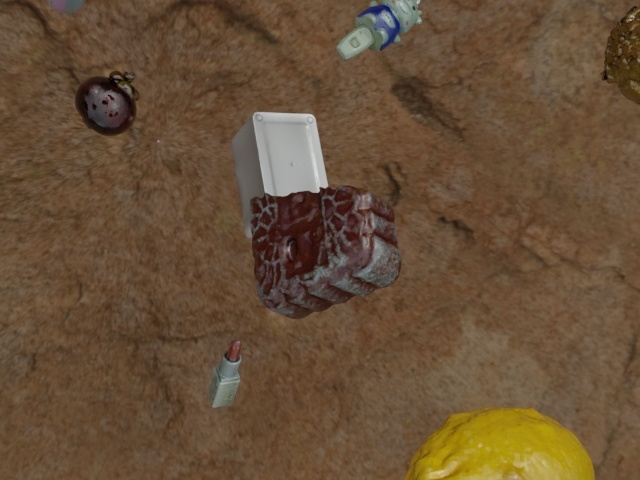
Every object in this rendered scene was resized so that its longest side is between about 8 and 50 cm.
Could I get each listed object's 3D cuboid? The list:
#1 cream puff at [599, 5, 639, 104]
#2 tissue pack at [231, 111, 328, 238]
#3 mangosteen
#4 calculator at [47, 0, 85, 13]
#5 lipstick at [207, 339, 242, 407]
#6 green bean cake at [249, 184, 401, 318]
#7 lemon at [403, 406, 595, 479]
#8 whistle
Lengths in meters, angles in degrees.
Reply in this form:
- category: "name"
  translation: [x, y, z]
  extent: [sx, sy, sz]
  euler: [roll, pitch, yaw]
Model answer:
- category: "cream puff"
  translation: [0.452, -0.261, 0.994]
  extent: [0.115, 0.165, 0.150]
  euler: [39, 45, -18]
- category: "tissue pack"
  translation: [-0.085, -0.142, 1.625]
  extent: [0.160, 0.136, 0.246]
  euler: [-2, 72, -27]
- category: "mangosteen"
  translation: [-0.411, -0.275, 1.459]
  extent: [0.140, 0.140, 0.140]
  euler: [-2, 98, -12]
- category: "calculator"
  translation: [-0.159, -0.311, 0.544]
  extent: [0.041, 0.185, 0.298]
  euler: [10, 126, -26]
- category: "lipstick"
  translation: [-0.123, 0.174, 0.999]
  extent: [0.030, 0.030, 0.129]
  euler: [-2, 135, -27]
- category: "green bean cake"
  translation: [0.000, 0.000, 1.117]
  extent: [0.097, 0.233, 0.198]
  euler: [27, 52, -49]
- category: "lemon"
  translation: [0.121, 0.170, 0.509]
  extent: [0.155, 0.114, 0.114]
  euler: [3, 98, -38]
- category: "whistle"
  translation: [0.137, -0.489, 1.688]
  extent: [0.244, 0.092, 0.110]
  euler: [-37, 101, -17]
